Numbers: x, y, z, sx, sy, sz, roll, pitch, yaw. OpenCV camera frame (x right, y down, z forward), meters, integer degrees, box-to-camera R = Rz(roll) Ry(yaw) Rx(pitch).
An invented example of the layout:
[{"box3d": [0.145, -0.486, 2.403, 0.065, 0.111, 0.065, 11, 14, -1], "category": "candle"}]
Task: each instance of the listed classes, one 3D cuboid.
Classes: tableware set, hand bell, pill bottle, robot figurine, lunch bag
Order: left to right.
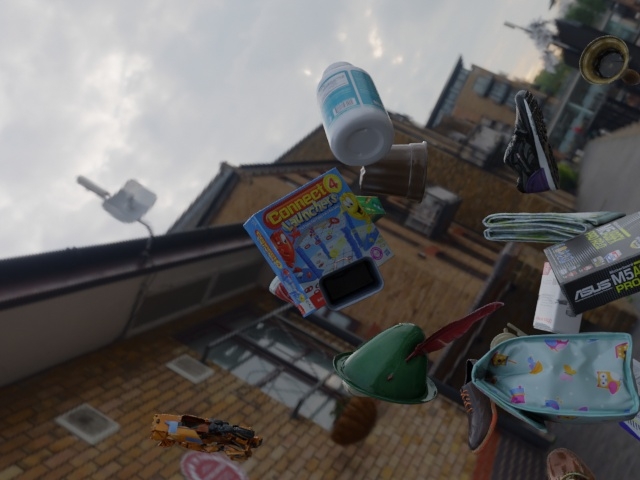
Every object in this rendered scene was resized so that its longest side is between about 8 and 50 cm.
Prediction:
[{"box3d": [-0.303, 0.536, 1.995, 0.211, 0.291, 0.085, 88, -168, -64], "category": "robot figurine"}, {"box3d": [0.071, -0.302, 1.685, 0.264, 0.146, 0.146, -104, 20, -44], "category": "pill bottle"}, {"box3d": [0.551, 0.325, 1.987, 0.128, 0.194, 0.039, -54, -16, -1], "category": "tableware set"}, {"box3d": [0.396, 0.244, 1.252, 0.223, 0.262, 0.160, 39, -133, -65], "category": "lunch bag"}, {"box3d": [0.797, -0.447, 1.946, 0.242, 0.126, 0.126, 7, -67, -48], "category": "hand bell"}]

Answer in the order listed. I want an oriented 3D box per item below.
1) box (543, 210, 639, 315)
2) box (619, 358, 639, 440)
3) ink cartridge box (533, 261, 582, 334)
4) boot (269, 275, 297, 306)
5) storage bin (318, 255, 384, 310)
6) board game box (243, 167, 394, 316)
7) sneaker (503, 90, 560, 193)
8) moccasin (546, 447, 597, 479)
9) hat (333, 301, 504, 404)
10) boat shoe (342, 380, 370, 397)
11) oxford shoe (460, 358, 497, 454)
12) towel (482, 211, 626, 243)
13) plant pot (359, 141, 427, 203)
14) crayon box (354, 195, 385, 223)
[{"box3d": [0.508, 0.027, 1.260, 0.216, 0.060, 0.270, -24, 6, 15], "category": "box"}, {"box3d": [0.636, 0.323, 1.434, 0.072, 0.137, 0.126, -24, 18, -6], "category": "box"}, {"box3d": [0.754, 0.183, 2.301, 0.158, 0.092, 0.217, 167, 116, -84], "category": "ink cartridge box"}, {"box3d": [-0.026, 0.114, 2.391, 0.244, 0.176, 0.088, -54, -17, -17], "category": "boot"}, {"box3d": [0.062, 0.087, 1.634, 0.135, 0.098, 0.091, -25, 2, -3], "category": "storage bin"}, {"box3d": [0.000, 0.000, 2.014, 0.308, 0.302, 0.086, -33, -2, -30], "category": "board game box"}, {"box3d": [0.530, -0.247, 1.922, 0.107, 0.124, 0.283, -51, -55, -53], "category": "sneaker"}, {"box3d": [0.632, 0.682, 1.872, 0.139, 0.147, 0.380, -40, 20, 33], "category": "moccasin"}, {"box3d": [0.142, 0.147, 1.202, 0.209, 0.173, 0.183, 5, -71, -38], "category": "hat"}, {"box3d": [0.212, 0.448, 2.340, 0.102, 0.285, 0.092, -104, 30, -47], "category": "boat shoe"}, {"box3d": [0.412, 0.442, 1.968, 0.097, 0.098, 0.271, -54, 12, 45], "category": "oxford shoe"}, {"box3d": [0.684, -0.042, 2.127, 0.374, 0.321, 0.090, -4, -84, -54], "category": "towel"}, {"box3d": [0.192, -0.187, 1.956, 0.167, 0.165, 0.167, -176, 90, -89], "category": "plant pot"}, {"box3d": [0.084, -0.086, 2.658, 0.278, 0.081, 0.165, -2, -29, -47], "category": "crayon box"}]
